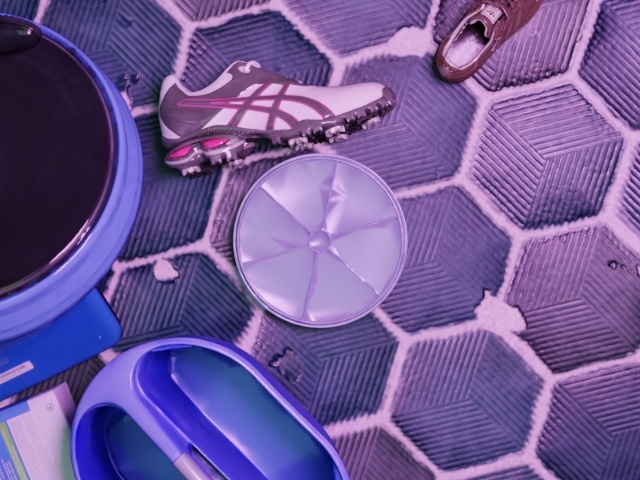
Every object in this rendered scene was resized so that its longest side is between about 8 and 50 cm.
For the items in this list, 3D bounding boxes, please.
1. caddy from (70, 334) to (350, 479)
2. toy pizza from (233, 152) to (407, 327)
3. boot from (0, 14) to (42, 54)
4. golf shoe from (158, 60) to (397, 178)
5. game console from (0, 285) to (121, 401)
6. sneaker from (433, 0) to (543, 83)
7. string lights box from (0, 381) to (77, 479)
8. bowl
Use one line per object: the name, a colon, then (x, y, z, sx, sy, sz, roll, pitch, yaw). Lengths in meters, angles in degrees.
caddy: (-0.117, 0.258, 1.583, 0.341, 0.179, 0.241, 45, 94, -1)
toy pizza: (0.000, 0.000, 1.638, 0.201, 0.032, 0.201, 0, 92, 3)
boot: (-0.368, -0.194, 1.526, 0.121, 0.045, 0.099, 8, 66, 11)
golf shoe: (-0.052, -0.154, 1.598, 0.273, 0.105, 0.120, -12, 86, 2)
game console: (-0.417, 0.046, 1.656, 0.293, 0.173, 0.250, -25, 123, 3)
sneaker: (0.200, -0.253, 1.597, 0.066, 0.071, 0.188, 37, 94, 0)
string lights box: (-0.395, 0.276, 1.642, 0.259, 0.077, 0.133, -22, 92, 3)
bowl: (-0.391, -0.078, 1.545, 0.391, 0.077, 0.391, 0, 67, 0)
